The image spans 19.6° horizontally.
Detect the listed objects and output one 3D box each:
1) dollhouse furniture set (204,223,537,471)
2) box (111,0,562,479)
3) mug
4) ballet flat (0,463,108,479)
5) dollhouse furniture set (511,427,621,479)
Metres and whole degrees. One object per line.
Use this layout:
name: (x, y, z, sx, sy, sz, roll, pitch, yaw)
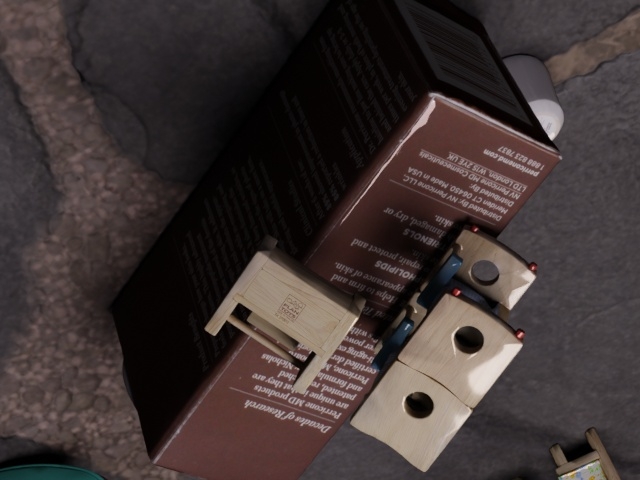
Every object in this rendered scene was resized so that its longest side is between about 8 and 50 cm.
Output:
dollhouse furniture set: (0.040, 0.040, 1.305, 0.183, 0.129, 0.129, 33, 114, -4)
box: (0.000, 0.000, 1.440, 0.143, 0.191, 0.381, 24, 118, -32)
mug: (0.169, -0.102, 1.496, 0.062, 0.064, 0.078, -31, 131, 7)
ballet flat: (-0.312, 0.258, 1.622, 0.280, 0.095, 0.096, -7, 141, 0)
dollhouse furniture set: (0.228, 0.349, 1.821, 0.212, 0.161, 0.242, -25, 132, 3)
